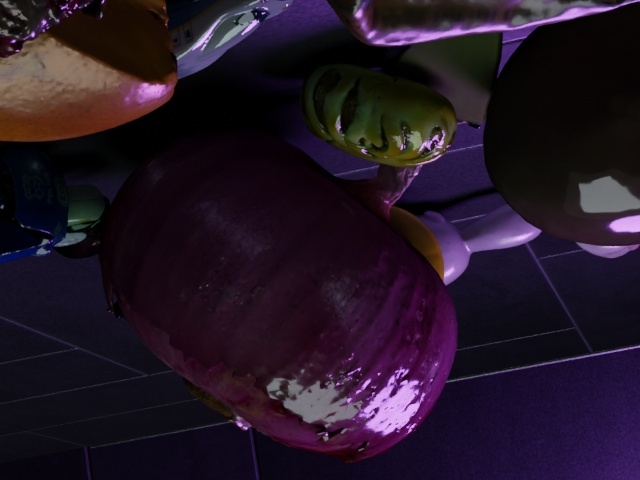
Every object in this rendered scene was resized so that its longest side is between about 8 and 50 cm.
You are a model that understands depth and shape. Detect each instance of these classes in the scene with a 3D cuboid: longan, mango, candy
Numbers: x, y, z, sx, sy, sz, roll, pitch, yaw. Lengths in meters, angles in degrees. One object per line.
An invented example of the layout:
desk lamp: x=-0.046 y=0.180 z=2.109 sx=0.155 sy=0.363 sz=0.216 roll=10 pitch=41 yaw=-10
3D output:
longan: x=0.252 y=-0.098 z=1.616 sx=0.246 sy=0.215 sz=0.246 roll=-40 pitch=160 yaw=-18
mango: x=-0.212 y=-0.138 z=1.333 sx=0.252 sy=0.126 sz=0.154 roll=0 pitch=153 yaw=-31
candy: x=0.111 y=-0.195 z=1.347 sx=0.271 sy=0.143 sz=0.101 roll=-4 pitch=124 yaw=-27

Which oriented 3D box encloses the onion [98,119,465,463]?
onion: x=-0.030 y=0.025 z=1.797 sx=0.358 sy=0.345 sz=0.358 roll=16 pitch=-165 yaw=-4

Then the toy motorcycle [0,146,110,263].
toy motorcycle: x=-0.356 y=-0.011 z=1.826 sx=0.331 sy=0.125 sz=0.196 roll=-10 pitch=166 yaw=-11

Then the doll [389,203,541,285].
doll: x=0.108 y=0.036 z=2.246 sx=0.311 sy=0.159 sz=0.242 roll=-17 pitch=165 yaw=17

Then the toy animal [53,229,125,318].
toy animal: x=-0.179 y=0.008 z=2.133 sx=0.219 sy=0.116 sz=0.179 roll=20 pitch=133 yaw=-5

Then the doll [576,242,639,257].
doll: x=0.382 y=-0.051 z=2.157 sx=0.275 sy=0.113 sz=0.155 roll=-13 pitch=164 yaw=20

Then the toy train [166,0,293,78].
toy train: x=-0.104 y=-0.156 z=1.494 sx=0.234 sy=0.051 sz=0.052 roll=-15 pitch=170 yaw=26

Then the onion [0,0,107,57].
onion: x=-0.167 y=-0.179 z=1.035 sx=0.272 sy=0.195 sz=0.272 roll=-15 pitch=156 yaw=-7

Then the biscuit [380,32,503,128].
biscuit: x=0.101 y=-0.158 z=1.621 sx=0.099 sy=0.038 sz=0.322 roll=14 pitch=168 yaw=6

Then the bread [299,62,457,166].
bread: x=0.048 y=-0.105 z=1.692 sx=0.139 sy=0.071 sz=0.130 roll=19 pitch=176 yaw=-7
